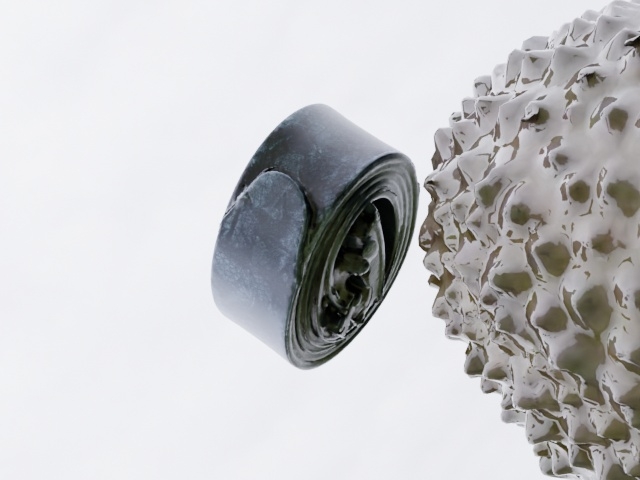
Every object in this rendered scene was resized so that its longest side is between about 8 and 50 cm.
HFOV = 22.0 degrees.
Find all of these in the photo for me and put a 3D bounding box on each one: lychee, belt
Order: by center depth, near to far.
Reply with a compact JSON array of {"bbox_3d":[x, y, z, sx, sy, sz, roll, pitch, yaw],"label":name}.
[{"bbox_3d":[0.265,0.018,0.933,0.380,0.432,0.380,15,-90,-70],"label":"lychee"},{"bbox_3d":[0.000,0.000,1.052,0.141,0.082,0.190,-48,-23,-26],"label":"belt"}]
